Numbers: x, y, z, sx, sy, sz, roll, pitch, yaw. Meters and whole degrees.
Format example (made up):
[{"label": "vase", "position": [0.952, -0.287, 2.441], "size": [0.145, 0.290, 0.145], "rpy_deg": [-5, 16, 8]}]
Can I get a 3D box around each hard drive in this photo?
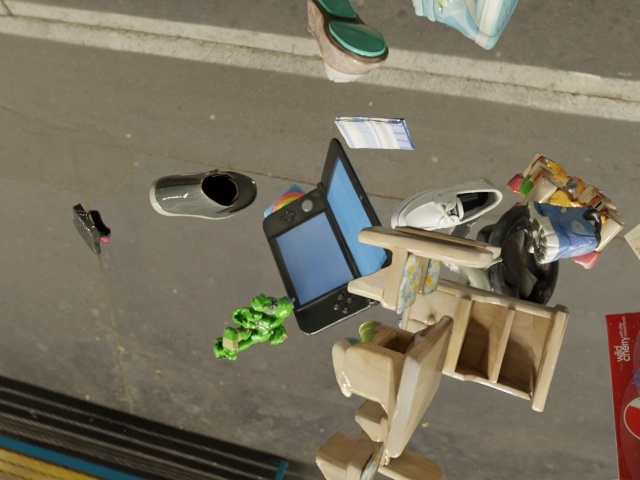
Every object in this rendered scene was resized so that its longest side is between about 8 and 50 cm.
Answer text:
[{"label": "hard drive", "position": [0.600, -0.129, 1.786], "size": [0.064, 0.339, 0.237], "rpy_deg": [34, 111, 8]}]

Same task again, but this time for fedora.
[{"label": "fedora", "position": [0.554, 0.062, 1.333], "size": [0.334, 0.334, 0.152], "rpy_deg": [54, 158, -21]}]

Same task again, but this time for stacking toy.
[{"label": "stacking toy", "position": [-0.086, -0.082, 1.530], "size": [0.175, 0.302, 0.166], "rpy_deg": [-44, 99, 1]}]

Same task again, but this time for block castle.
[{"label": "block castle", "position": [0.782, -0.100, 1.503], "size": [0.303, 0.453, 0.213], "rpy_deg": [33, 120, 7]}]

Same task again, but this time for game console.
[{"label": "game console", "position": [0.000, 0.000, 0.876], "size": [0.250, 0.293, 0.173], "rpy_deg": [-28, 155, 11]}]

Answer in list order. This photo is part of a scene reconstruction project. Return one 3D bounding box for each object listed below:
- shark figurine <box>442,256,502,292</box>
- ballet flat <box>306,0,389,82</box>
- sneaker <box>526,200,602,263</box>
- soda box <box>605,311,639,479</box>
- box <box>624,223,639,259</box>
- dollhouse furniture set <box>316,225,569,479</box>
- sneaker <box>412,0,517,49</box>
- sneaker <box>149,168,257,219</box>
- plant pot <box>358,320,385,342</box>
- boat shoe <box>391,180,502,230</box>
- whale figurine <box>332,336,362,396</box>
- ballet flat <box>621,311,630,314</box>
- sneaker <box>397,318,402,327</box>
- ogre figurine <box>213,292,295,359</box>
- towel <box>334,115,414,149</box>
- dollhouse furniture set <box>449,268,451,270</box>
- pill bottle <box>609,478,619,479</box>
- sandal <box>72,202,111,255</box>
[{"label": "shark figurine", "position": [0.426, 0.151, 1.216], "size": [0.166, 0.278, 0.116], "rpy_deg": [-15, 153, 21]}, {"label": "ballet flat", "position": [0.040, -0.347, 0.798], "size": [0.108, 0.316, 0.106], "rpy_deg": [1, 135, -14]}, {"label": "sneaker", "position": [0.575, -0.022, 1.070], "size": [0.147, 0.330, 0.129], "rpy_deg": [-2, 104, 18]}, {"label": "soda box", "position": [0.462, 0.225, 0.622], "size": [0.092, 0.263, 0.083], "rpy_deg": [-15, 125, 39]}, {"label": "box", "position": [1.285, -0.059, 1.604], "size": [0.148, 0.121, 0.311], "rpy_deg": [8, 139, -17]}, {"label": "dollhouse furniture set", "position": [0.204, 0.177, 0.649], "size": [0.256, 0.394, 0.362], "rpy_deg": [14, 99, 24]}, {"label": "sneaker", "position": [0.249, -0.457, 0.810], "size": [0.208, 0.319, 0.127], "rpy_deg": [31, 102, 10]}, {"label": "sneaker", "position": [-0.153, -0.075, 0.742], "size": [0.118, 0.222, 0.083], "rpy_deg": [-1, 98, 32]}, {"label": "plant pot", "position": [0.145, 0.276, 1.226], "size": [0.083, 0.079, 0.083], "rpy_deg": [3, 131, 4]}, {"label": "boat shoe", "position": [0.284, -0.076, 1.005], "size": [0.258, 0.084, 0.095], "rpy_deg": [-23, 108, -13]}, {"label": "whale figurine", "position": [0.128, 0.489, 1.737], "size": [0.141, 0.216, 0.272], "rpy_deg": [-13, 134, -17]}, {"label": "ballet flat", "position": [0.987, 0.273, 1.333], "size": [0.077, 0.221, 0.079], "rpy_deg": [32, 84, -18]}, {"label": "sneaker", "position": [0.237, 0.237, 1.193], "size": [0.053, 0.144, 0.059], "rpy_deg": [-6, 88, 1]}, {"label": "ogre figurine", "position": [-0.123, 0.161, 0.880], "size": [0.097, 0.118, 0.197], "rpy_deg": [38, 119, 33]}, {"label": "towel", "position": [0.216, -0.422, 1.794], "size": [0.285, 0.034, 0.209], "rpy_deg": [9, 162, 26]}, {"label": "dollhouse furniture set", "position": [0.702, 0.132, 1.939], "size": [0.259, 0.262, 0.135], "rpy_deg": [32, 135, -13]}, {"label": "pill bottle", "position": [0.543, 0.520, 0.752], "size": [0.119, 0.119, 0.208], "rpy_deg": [-19, 106, 25]}, {"label": "sandal", "position": [-0.340, -0.020, 0.680], "size": [0.067, 0.040, 0.179], "rpy_deg": [57, 152, -7]}]
